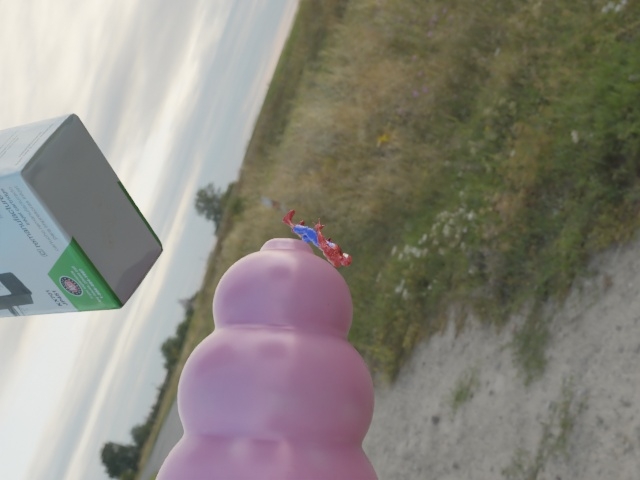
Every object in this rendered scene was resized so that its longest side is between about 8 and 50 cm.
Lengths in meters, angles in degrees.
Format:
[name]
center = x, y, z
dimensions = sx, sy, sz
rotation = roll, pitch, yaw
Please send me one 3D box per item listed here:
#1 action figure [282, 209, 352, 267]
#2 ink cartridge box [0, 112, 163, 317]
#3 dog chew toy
[action figure]
center = 0.000, 0.000, 0.991
dimensions = 0.030, 0.038, 0.115
rotation = -41, 44, -7
[ink cartridge box]
center = -0.270, -0.013, 0.764
dimensions = 0.153, 0.209, 0.086
rotation = 61, -143, -32
[dog chew toy]
center = -0.042, 0.162, 0.782
dimensions = 0.206, 0.207, 0.331
rotation = 125, 149, -71
